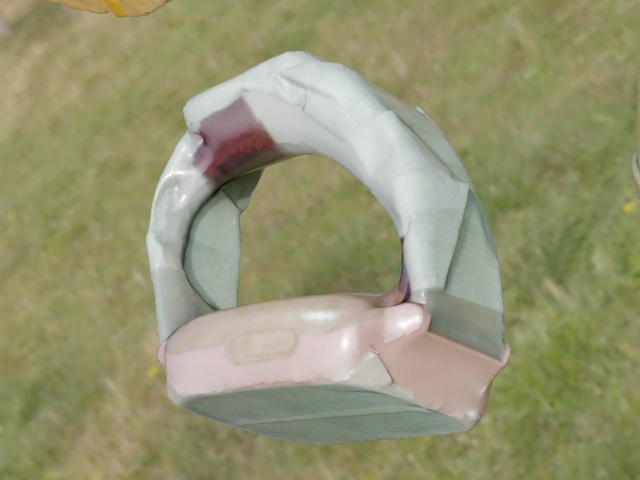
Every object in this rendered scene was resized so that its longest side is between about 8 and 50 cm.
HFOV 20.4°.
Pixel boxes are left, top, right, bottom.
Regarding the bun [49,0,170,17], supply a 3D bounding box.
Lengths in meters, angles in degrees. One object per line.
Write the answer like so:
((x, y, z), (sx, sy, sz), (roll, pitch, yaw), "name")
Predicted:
((-0.184, -0.298, 1.233), (0.299, 0.299, 0.165), (-4, 55, 60), "bun")

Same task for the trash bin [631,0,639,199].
((0.321, -0.095, 1.339), (0.121, 0.247, 0.243), (-18, 43, -8), "trash bin")

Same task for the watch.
((0.000, 0.000, 1.148), (0.253, 0.162, 0.241), (-9, 66, 37), "watch")
